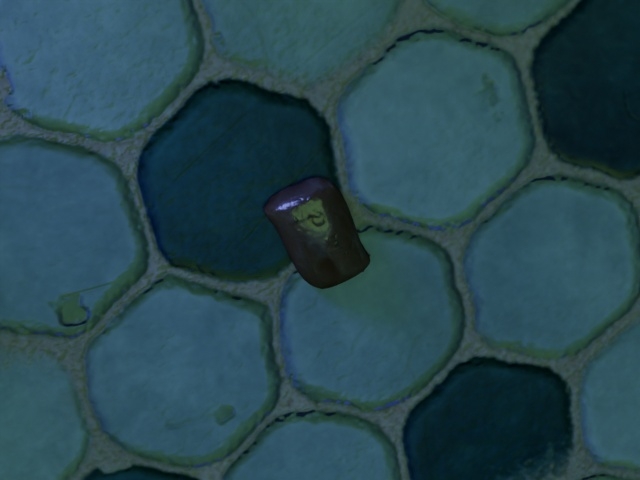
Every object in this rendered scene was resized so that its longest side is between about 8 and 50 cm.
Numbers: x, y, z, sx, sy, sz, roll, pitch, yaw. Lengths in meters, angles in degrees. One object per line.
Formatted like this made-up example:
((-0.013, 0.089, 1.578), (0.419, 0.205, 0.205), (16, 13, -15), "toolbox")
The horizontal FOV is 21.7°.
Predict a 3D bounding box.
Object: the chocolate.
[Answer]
((0.000, 0.000, 1.373), (0.064, 0.031, 0.101), (-24, 118, 2), "chocolate")
